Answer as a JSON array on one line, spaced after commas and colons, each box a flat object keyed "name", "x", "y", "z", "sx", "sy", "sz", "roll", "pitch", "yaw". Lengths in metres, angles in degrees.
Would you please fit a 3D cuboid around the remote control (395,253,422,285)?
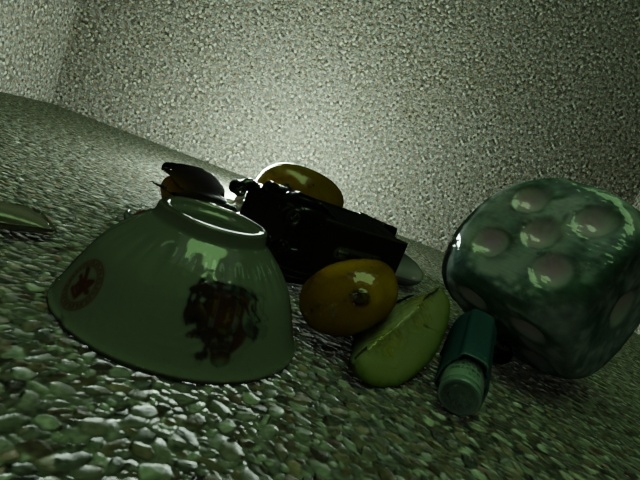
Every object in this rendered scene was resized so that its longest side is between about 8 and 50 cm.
[{"name": "remote control", "x": 0.178, "y": 0.062, "z": 1.379, "sx": 0.332, "sy": 0.103, "sz": 0.221, "roll": 15, "pitch": 17, "yaw": -30}]

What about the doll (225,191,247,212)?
[{"name": "doll", "x": -0.233, "y": -0.102, "z": 1.377, "sx": 0.160, "sy": 0.094, "sz": 0.365, "roll": -10, "pitch": 3, "yaw": 2}]

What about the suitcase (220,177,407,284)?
[{"name": "suitcase", "x": 0.000, "y": 0.000, "z": 1.056, "sx": 0.434, "sy": 0.194, "sz": 0.283, "roll": 12, "pitch": 13, "yaw": -45}]

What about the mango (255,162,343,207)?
[{"name": "mango", "x": -0.075, "y": -0.172, "z": 1.748, "sx": 0.300, "sy": 0.232, "sz": 0.446, "roll": 7, "pitch": 0, "yaw": 31}]

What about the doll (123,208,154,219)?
[{"name": "doll", "x": -0.330, "y": -0.018, "z": 0.863, "sx": 0.104, "sy": 0.062, "sz": 0.194, "roll": -2, "pitch": 27, "yaw": -23}]

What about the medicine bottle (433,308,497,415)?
[{"name": "medicine bottle", "x": 0.246, "y": 0.206, "z": 0.745, "sx": 0.079, "sy": 0.124, "sz": 0.258, "roll": 28, "pitch": 23, "yaw": 15}]

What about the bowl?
[{"name": "bowl", "x": -0.168, "y": 0.037, "z": 0.606, "sx": 0.338, "sy": 0.157, "sz": 0.337, "roll": 20, "pitch": 10, "yaw": -4}]

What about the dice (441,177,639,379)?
[{"name": "dice", "x": 0.516, "y": 0.081, "z": 1.008, "sx": 0.348, "sy": 0.330, "sz": 0.328, "roll": 33, "pitch": -15, "yaw": 48}]

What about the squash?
[{"name": "squash", "x": 0.145, "y": 0.164, "z": 0.707, "sx": 0.093, "sy": 0.170, "sz": 0.252, "roll": 66, "pitch": 11, "yaw": -1}]

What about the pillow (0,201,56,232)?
[{"name": "pillow", "x": -0.532, "y": -0.050, "z": 0.654, "sx": 0.233, "sy": 0.038, "sz": 0.131, "roll": 13, "pitch": 9, "yaw": -45}]

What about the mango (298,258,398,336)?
[{"name": "mango", "x": 0.050, "y": 0.096, "z": 0.780, "sx": 0.177, "sy": 0.119, "sz": 0.317, "roll": -22, "pitch": -6, "yaw": 4}]

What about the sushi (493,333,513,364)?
[{"name": "sushi", "x": 0.387, "y": 0.237, "z": 0.988, "sx": 0.085, "sy": 0.056, "sz": 0.083, "roll": 15, "pitch": 14, "yaw": -39}]

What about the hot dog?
[{"name": "hot dog", "x": -0.364, "y": -0.111, "z": 1.200, "sx": 0.194, "sy": 0.107, "sz": 0.326, "roll": 8, "pitch": 22, "yaw": -17}]
